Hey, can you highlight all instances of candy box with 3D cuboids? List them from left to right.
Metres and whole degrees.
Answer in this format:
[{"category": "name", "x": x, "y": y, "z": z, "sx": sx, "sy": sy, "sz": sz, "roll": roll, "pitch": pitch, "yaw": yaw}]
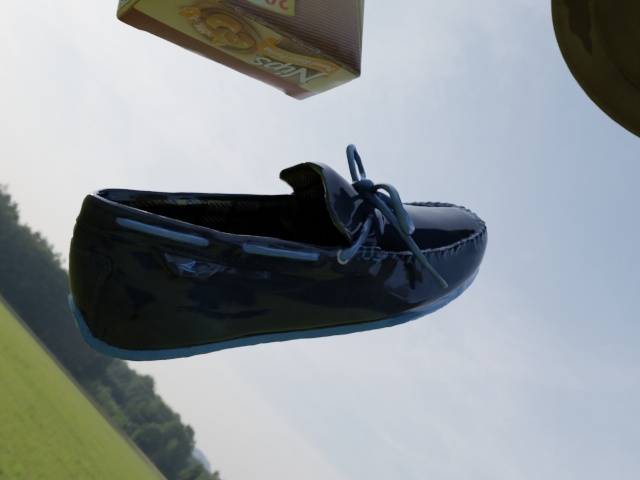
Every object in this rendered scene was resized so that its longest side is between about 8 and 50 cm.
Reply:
[{"category": "candy box", "x": -0.047, "y": -0.300, "z": 0.485, "sx": 0.183, "sy": 0.316, "sz": 0.088, "roll": 13, "pitch": -15, "yaw": -41}]

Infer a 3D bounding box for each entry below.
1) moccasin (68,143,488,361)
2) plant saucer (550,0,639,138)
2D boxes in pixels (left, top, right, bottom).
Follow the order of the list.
[{"category": "moccasin", "x": 0.000, "y": 0.000, "z": 0.432, "sx": 0.138, "sy": 0.342, "sz": 0.116, "roll": 32, "pitch": -55, "yaw": 48}, {"category": "plant saucer", "x": 0.308, "y": -0.163, "z": 0.434, "sx": 0.278, "sy": 0.041, "sz": 0.278, "roll": 38, "pitch": -17, "yaw": 14}]
